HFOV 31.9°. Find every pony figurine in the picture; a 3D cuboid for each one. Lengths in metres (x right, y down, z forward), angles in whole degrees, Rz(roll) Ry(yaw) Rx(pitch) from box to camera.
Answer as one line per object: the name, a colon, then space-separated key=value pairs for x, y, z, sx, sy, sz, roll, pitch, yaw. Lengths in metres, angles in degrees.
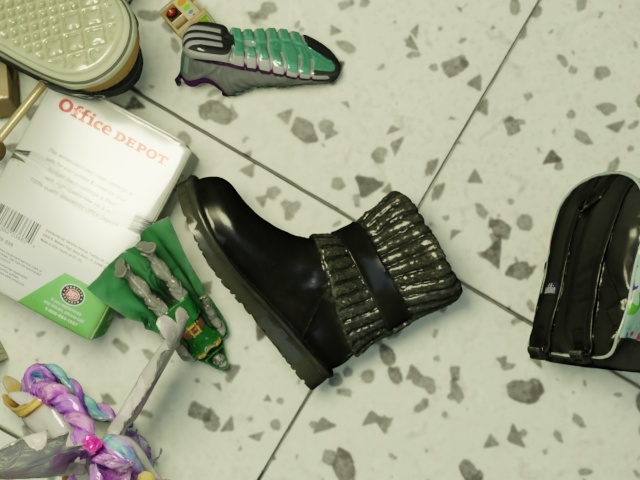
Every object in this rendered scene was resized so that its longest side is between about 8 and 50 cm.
pony figurine: x=-0.268 y=0.283 z=1.413 sx=0.303 sy=0.351 sz=0.363 roll=-33 pitch=86 yaw=-35

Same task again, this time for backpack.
backpack: x=0.392 y=0.043 z=1.451 sx=0.191 sy=0.225 sz=0.253 roll=10 pitch=83 yaw=-21

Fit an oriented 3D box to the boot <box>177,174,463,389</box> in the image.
boot: x=0.000 y=0.000 z=1.495 sx=0.260 sy=0.131 sz=0.348 roll=-36 pitch=101 yaw=5

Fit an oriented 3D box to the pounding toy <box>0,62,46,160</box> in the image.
pounding toy: x=-0.454 y=-0.199 z=1.529 sx=0.181 sy=0.094 sz=0.206 roll=-6 pitch=79 yaw=-4

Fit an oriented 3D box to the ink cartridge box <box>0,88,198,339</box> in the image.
ink cartridge box: x=-0.322 y=-0.042 z=1.512 sx=0.211 sy=0.121 sz=0.289 roll=29 pitch=88 yaw=1

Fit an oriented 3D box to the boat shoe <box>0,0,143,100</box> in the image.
boat shoe: x=-0.429 y=-0.329 z=1.436 sx=0.500 sy=0.156 sz=0.187 roll=32 pitch=85 yaw=16

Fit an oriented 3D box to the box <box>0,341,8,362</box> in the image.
box: x=-0.542 y=0.091 z=1.497 sx=0.127 sy=0.148 sz=0.232 roll=-28 pitch=87 yaw=1

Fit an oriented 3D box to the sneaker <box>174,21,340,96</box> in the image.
sneaker: x=-0.088 y=-0.239 z=1.554 sx=0.223 sy=0.098 sz=0.083 roll=9 pitch=50 yaw=-16

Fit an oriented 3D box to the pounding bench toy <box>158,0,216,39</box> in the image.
pounding bench toy: x=-0.176 y=-0.297 z=1.558 sx=0.052 sy=0.083 sz=0.065 roll=-41 pitch=56 yaw=0

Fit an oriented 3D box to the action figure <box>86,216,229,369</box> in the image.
action figure: x=-0.187 y=0.095 z=1.488 sx=0.137 sy=0.063 sz=0.232 roll=-40 pitch=127 yaw=-6
